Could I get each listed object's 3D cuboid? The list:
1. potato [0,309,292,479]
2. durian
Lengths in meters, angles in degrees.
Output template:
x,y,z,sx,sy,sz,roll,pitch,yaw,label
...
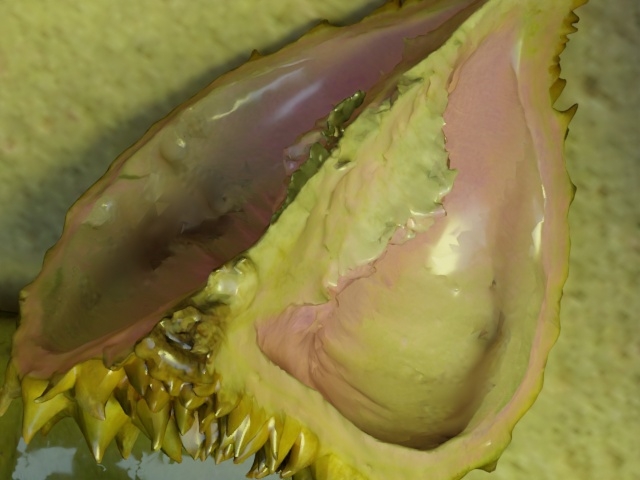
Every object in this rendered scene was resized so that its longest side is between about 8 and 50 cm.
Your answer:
x,y,z,sx,sy,sz,roll,pitch,yaw,label
-0.070,0.071,0.607,0.188,0.085,0.105,16,107,7,potato
0.000,-0.002,0.526,0.165,0.182,0.132,9,145,-4,durian
